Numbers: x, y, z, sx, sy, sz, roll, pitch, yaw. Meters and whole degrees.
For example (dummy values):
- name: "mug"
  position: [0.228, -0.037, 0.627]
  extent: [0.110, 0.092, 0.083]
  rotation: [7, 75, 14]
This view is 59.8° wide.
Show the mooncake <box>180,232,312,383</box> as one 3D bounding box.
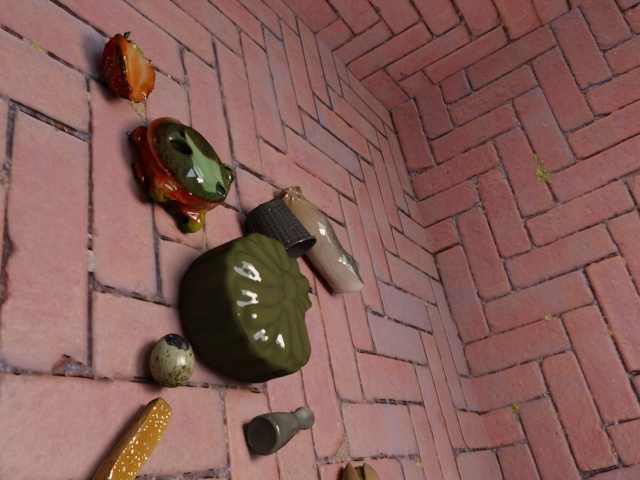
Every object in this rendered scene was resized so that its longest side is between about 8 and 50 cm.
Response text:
- name: "mooncake"
  position: [-0.153, 0.148, 1.296]
  extent: [0.351, 0.187, 0.352]
  rotation: [41, 37, -40]

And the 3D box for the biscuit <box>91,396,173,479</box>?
- name: "biscuit"
  position: [-0.317, 0.348, 0.945]
  extent: [0.052, 0.056, 0.188]
  rotation: [59, 24, -16]

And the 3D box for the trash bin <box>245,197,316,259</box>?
- name: "trash bin"
  position: [-0.125, -0.022, 1.546]
  extent: [0.161, 0.175, 0.175]
  rotation: [57, 23, 13]

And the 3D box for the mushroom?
- name: "mushroom"
  position: [-0.001, -0.001, 1.795]
  extent: [0.397, 0.126, 0.177]
  rotation: [53, 18, -23]

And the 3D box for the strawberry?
- name: "strawberry"
  position: [-0.457, -0.397, 1.307]
  extent: [0.140, 0.085, 0.193]
  rotation: [-21, 92, -73]

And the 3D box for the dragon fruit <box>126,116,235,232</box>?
- name: "dragon fruit"
  position: [-0.322, -0.169, 1.326]
  extent: [0.296, 0.130, 0.268]
  rotation: [66, 20, 3]

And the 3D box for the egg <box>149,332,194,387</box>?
- name: "egg"
  position: [-0.286, 0.230, 1.074]
  extent: [0.085, 0.085, 0.110]
  rotation: [41, 32, -41]

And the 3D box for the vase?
- name: "vase"
  position: [-0.083, 0.434, 1.301]
  extent: [0.214, 0.086, 0.086]
  rotation: [13, 56, -65]

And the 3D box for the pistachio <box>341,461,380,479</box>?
- name: "pistachio"
  position: [0.111, 0.675, 1.416]
  extent: [0.136, 0.135, 0.226]
  rotation: [43, 26, -39]
